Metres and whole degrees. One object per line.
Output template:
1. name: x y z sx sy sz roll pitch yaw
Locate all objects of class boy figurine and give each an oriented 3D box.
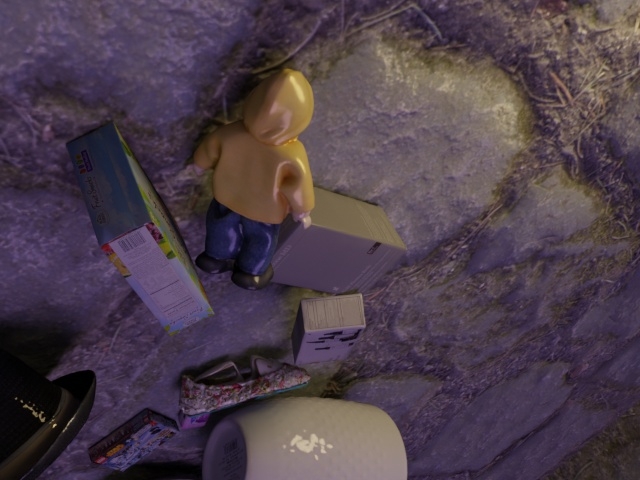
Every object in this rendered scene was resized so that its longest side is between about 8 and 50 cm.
1. boy figurine: -0.085 -0.084 0.985 0.092 0.177 0.285 -41 149 -63

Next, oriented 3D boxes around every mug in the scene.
1. mug: -0.075 0.450 1.539 0.328 0.276 0.374 15 155 -35

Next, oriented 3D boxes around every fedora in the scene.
1. fedora: -0.470 0.243 1.046 0.334 0.334 0.152 -33 109 2

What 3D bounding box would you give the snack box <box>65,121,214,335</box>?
1. snack box: -0.214 -0.009 0.943 0.070 0.174 0.207 -27 143 -3

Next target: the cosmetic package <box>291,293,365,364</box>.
1. cosmetic package: 0.008 0.154 1.306 0.099 0.060 0.239 -3 160 -7

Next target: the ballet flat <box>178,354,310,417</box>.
1. ballet flat: -0.134 0.245 1.373 0.241 0.091 0.077 -12 96 -21

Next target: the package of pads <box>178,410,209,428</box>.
1. package of pads: -0.224 0.307 1.427 0.050 0.032 0.083 -1 135 -32

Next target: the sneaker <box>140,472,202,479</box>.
1. sneaker: -0.258 0.634 1.581 0.169 0.257 0.447 -29 145 15

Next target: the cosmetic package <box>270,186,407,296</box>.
1. cosmetic package: 0.000 0.000 1.168 0.238 0.107 0.127 10 131 -46

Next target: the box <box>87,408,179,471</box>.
1. box: -0.337 0.363 1.417 0.137 0.027 0.094 -35 145 5
